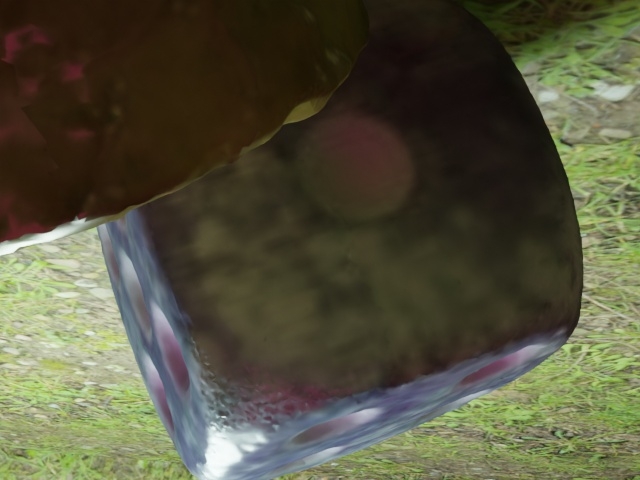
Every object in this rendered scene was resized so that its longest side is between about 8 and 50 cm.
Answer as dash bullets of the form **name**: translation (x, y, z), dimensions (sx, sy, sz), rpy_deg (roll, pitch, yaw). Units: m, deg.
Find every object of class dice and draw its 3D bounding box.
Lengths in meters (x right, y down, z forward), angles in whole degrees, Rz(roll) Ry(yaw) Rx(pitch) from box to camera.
- **dice**: translation (0.000, 0.000, 0.867), dimensions (0.270, 0.270, 0.271), rpy_deg (-17, 164, -17)

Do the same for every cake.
- **cake**: translation (-0.163, -0.186, 0.570), dimensions (0.332, 0.332, 0.321), rpy_deg (-6, 117, 22)
